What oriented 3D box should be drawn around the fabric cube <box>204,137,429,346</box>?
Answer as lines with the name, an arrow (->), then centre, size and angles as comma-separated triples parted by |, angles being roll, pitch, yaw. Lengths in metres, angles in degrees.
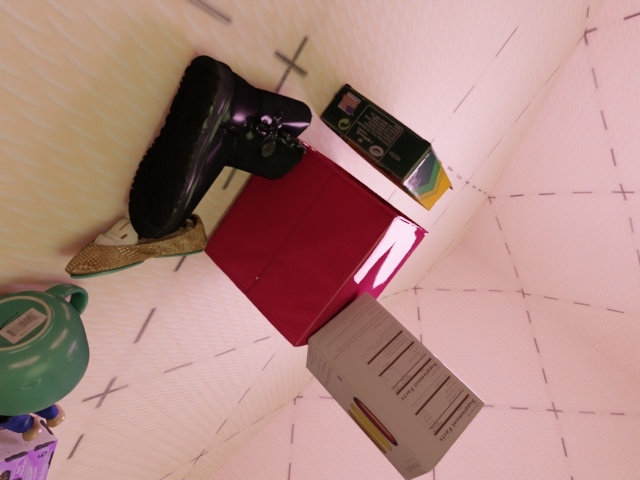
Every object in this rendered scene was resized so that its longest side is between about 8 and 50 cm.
fabric cube -> 0.000, 0.000, 0.768 | 0.258, 0.259, 0.254 | -54, 156, 12

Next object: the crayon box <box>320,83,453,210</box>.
crayon box -> 0.150, -0.164, 0.835 | 0.081, 0.202, 0.318 | -51, 157, 11

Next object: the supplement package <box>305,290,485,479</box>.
supplement package -> 0.106, 0.230, 0.671 | 0.133, 0.244, 0.139 | -36, 154, -25

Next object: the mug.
mug -> -0.359, 0.115, 0.507 | 0.129, 0.158, 0.098 | -6, 137, -23

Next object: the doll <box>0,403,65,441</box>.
doll -> -0.453, 0.236, 0.614 | 0.129, 0.046, 0.189 | -29, 146, -19

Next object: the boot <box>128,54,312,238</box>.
boot -> -0.124, -0.104, 0.580 | 0.207, 0.094, 0.247 | 6, 118, -58

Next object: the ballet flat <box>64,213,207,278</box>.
ballet flat -> -0.250, -0.003, 0.585 | 0.206, 0.073, 0.067 | -19, 117, -54

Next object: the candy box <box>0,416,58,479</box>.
candy box -> -0.540, 0.391, 0.642 | 0.196, 0.070, 0.165 | 0, 116, -61
